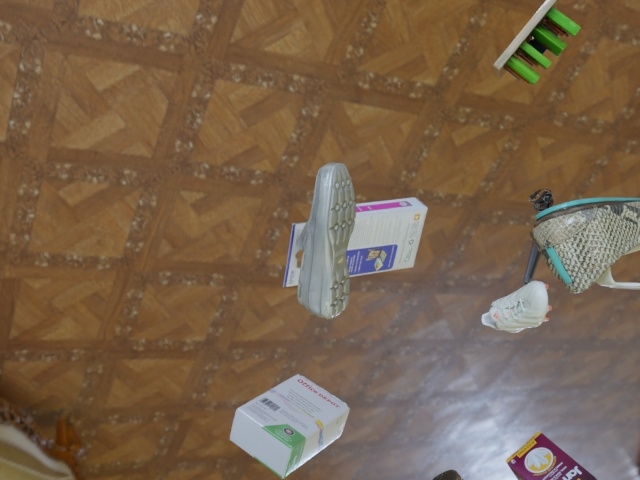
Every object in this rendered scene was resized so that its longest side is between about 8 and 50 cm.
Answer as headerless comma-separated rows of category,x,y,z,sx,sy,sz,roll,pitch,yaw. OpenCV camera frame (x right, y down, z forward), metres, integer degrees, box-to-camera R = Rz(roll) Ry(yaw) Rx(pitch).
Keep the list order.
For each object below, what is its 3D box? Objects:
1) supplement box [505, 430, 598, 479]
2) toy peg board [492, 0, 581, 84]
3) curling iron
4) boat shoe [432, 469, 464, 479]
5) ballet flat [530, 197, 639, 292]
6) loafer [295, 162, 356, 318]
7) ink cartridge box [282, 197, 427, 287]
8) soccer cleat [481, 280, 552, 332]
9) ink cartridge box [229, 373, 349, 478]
supplement box,0.493,0.502,1.609,0.104,0.188,0.081,-39,119,-7
toy peg board,0.402,-0.354,1.416,0.161,0.079,0.160,-51,173,13
curling iron,0.533,-0.010,1.903,0.068,0.274,0.035,18,156,-3
boat shoe,0.241,0.584,1.709,0.190,0.068,0.072,-30,116,17
ballet flat,0.557,-0.010,1.286,0.483,0.182,0.164,-15,169,-30
loafer,0.000,0.000,1.521,0.112,0.111,0.319,-18,118,-53
ink cartridge box,0.077,0.002,1.834,0.371,0.069,0.176,-9,125,-29
soccer cleat,0.323,0.116,1.267,0.076,0.068,0.196,-1,161,-4
ink cartridge box,-0.083,0.513,2.154,0.278,0.201,0.117,-20,131,-52
